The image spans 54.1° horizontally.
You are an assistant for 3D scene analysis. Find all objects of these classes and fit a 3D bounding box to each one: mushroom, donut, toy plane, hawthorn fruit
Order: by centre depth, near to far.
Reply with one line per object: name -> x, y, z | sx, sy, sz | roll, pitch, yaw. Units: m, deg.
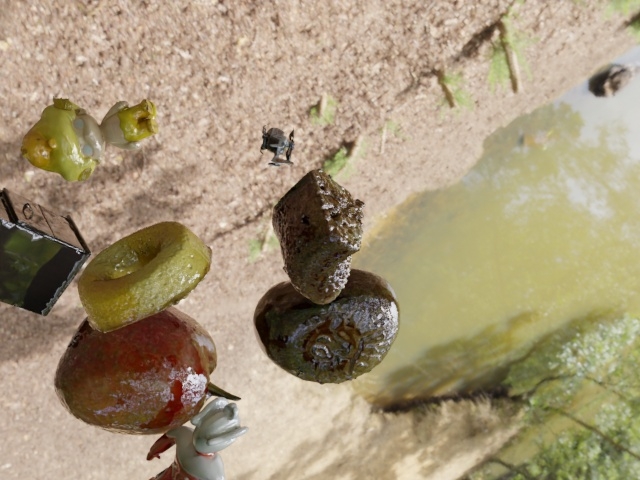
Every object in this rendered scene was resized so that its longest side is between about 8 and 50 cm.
donut -> -0.229, 0.039, 0.797 | 0.178, 0.162, 0.065 | -25, 119, 1
donut -> -0.009, 0.005, 0.895 | 0.144, 0.126, 0.186 | 17, 136, -35
mushroom -> 0.011, 0.159, 1.238 | 0.297, 0.163, 0.278 | -20, 106, 9
hawthorn fruit -> -0.337, 0.267, 1.274 | 0.369, 0.284, 0.284 | 15, 138, -3
toy plane -> -0.097, -0.216, 1.423 | 0.078, 0.197, 0.053 | 7, 119, -7

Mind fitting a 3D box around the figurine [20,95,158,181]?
figurine -> -0.418, -0.191, 1.133 | 0.247, 0.156, 0.131 | -13, -173, 1

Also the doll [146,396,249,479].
doll -> -0.248, 0.433, 1.159 | 0.099, 0.188, 0.384 | -12, 141, -56

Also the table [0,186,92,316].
table -> -0.596, 0.012, 1.229 | 0.193, 0.169, 0.172 | 33, 96, -44
